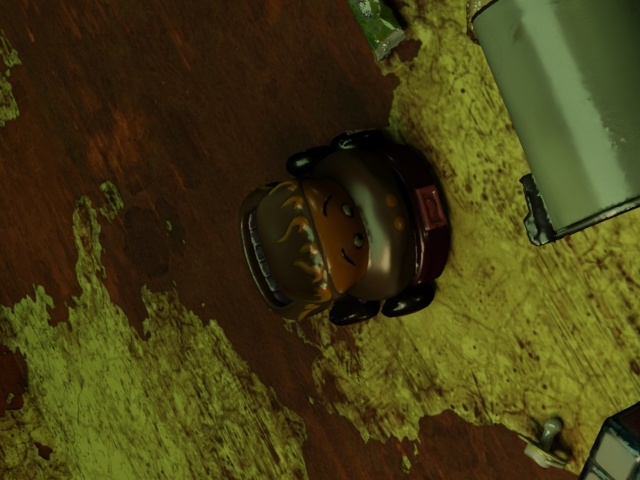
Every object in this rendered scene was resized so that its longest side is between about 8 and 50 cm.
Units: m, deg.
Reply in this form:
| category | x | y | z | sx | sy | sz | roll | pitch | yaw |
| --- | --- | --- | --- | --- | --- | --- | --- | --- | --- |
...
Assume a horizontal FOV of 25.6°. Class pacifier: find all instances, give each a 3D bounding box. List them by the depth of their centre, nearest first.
| category | x | y | z | sx | sy | sz | roll | pitch | yaw |
| --- | --- | --- | --- | --- | --- | --- | --- | --- | --- |
| pacifier | 0.303 | 0.267 | 1.861 | 0.064 | 0.068 | 0.083 | -63 | 25 | 3 |

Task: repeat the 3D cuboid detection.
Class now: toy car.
| category | x | y | z | sx | sy | sz | roll | pitch | yaw |
| --- | --- | --- | --- | --- | --- | --- | --- | --- | --- |
| toy car | 0.000 | 0.000 | 1.962 | 0.340 | 0.240 | 0.271 | -19 | 88 | 50 |

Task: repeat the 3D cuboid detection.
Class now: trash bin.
| category | x | y | z | sx | sy | sz | roll | pitch | yaw |
| --- | --- | --- | --- | --- | --- | --- | --- | --- | --- |
| trash bin | 0.311 | -0.162 | 1.524 | 0.277 | 0.217 | 0.263 | -23 | 86 | 16 |

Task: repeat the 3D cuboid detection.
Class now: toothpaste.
| category | x | y | z | sx | sy | sz | roll | pitch | yaw |
| --- | --- | --- | --- | --- | --- | --- | --- | --- | --- |
| toothpaste | 0.043 | -0.365 | 1.917 | 0.078 | 0.047 | 0.248 | -36 | 78 | 54 |

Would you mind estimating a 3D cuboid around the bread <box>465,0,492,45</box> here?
| category | x | y | z | sx | sy | sz | roll | pitch | yaw |
| --- | --- | --- | --- | --- | --- | --- | --- | --- | --- |
| bread | 0.236 | -0.294 | 1.710 | 0.129 | 0.044 | 0.126 | 22 | 114 | 48 |

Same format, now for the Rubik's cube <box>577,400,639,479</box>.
| category | x | y | z | sx | sy | sz | roll | pitch | yaw |
| --- | --- | --- | --- | --- | --- | --- | --- | --- | --- |
| Rubik's cube | 0.446 | 0.332 | 1.505 | 0.292 | 0.287 | 0.293 | 41 | 133 | 35 |
